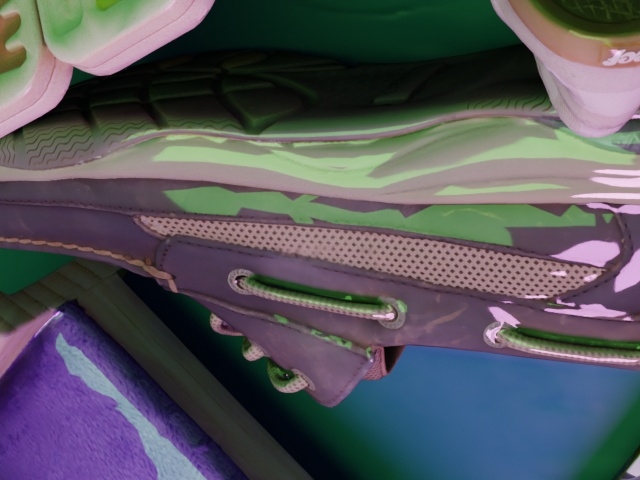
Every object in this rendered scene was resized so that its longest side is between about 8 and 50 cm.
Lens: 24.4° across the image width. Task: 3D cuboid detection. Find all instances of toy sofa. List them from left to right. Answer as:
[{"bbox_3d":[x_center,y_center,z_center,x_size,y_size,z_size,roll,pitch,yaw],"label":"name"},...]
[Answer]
[{"bbox_3d":[-0.048,0.186,0.634,0.362,0.177,0.150,45,123,6],"label":"toy sofa"}]

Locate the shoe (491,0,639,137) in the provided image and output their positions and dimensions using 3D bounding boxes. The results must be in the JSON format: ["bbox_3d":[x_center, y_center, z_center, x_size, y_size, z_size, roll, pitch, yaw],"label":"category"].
[{"bbox_3d":[0.065,-0.130,0.475,0.077,0.058,0.219,-12,59,3],"label":"shoe"}]

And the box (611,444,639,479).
[{"bbox_3d":[0.160,0.105,0.584,0.081,0.028,0.136,36,123,11],"label":"box"}]

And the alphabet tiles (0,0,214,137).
[{"bbox_3d":[-0.119,-0.185,0.549,0.278,0.021,0.284,-23,71,32],"label":"alphabet tiles"}]

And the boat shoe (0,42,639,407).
[{"bbox_3d":[0.000,0.000,0.565,0.355,0.132,0.130,1,109,28],"label":"boat shoe"}]
